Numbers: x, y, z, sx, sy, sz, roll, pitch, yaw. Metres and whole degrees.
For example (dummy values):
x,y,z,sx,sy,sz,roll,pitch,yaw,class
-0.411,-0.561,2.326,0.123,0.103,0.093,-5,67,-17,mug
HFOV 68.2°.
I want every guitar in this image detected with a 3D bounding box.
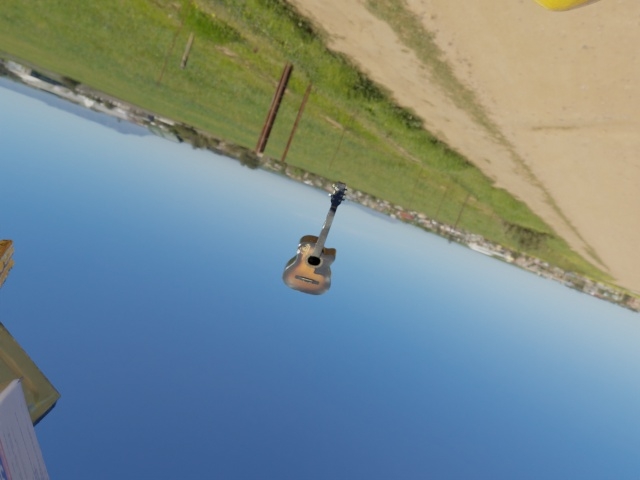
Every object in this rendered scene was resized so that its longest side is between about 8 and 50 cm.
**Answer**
x,y,z,sx,sy,sz,roll,pitch,yaw,class
0.000,0.000,0.797,0.088,0.233,0.025,17,-146,-5,guitar

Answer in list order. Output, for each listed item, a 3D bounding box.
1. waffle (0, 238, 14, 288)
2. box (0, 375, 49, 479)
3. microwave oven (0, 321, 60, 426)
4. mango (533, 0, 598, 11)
x,y,z,sx,sy,sz,roll,pitch,yaw,class
-0.467,0.041,0.577,0.147,0.043,0.102,-5,-152,-14,waffle
-0.292,0.245,0.390,0.106,0.200,0.299,-17,-179,-27,box
-0.635,0.266,0.752,0.354,0.219,0.286,-8,-153,37,microwave oven
0.402,-0.510,0.570,0.299,0.446,0.232,27,-134,-4,mango
